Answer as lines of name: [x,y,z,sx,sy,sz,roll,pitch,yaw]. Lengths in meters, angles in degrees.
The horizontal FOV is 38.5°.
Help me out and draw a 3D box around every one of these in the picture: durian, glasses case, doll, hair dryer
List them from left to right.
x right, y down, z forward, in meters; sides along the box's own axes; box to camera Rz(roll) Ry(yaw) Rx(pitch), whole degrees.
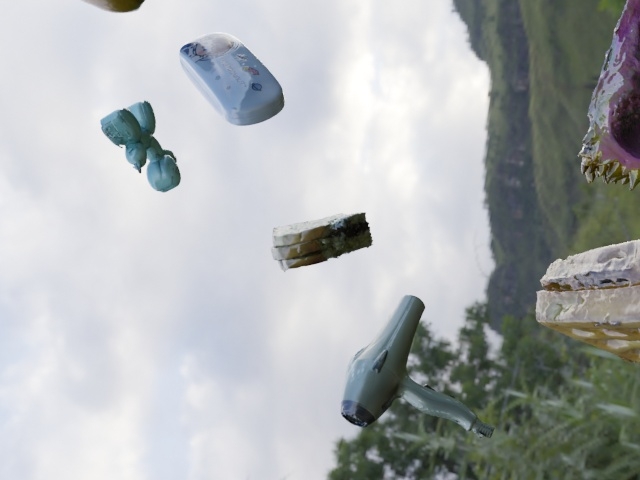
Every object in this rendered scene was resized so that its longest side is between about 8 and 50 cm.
doll: [-0.289,-0.154,1.534,0.158,0.059,0.159,65,-164,-4]
glasses case: [-0.098,-0.177,0.992,0.067,0.178,0.045,-24,-47,-16]
hair dryer: [0.149,0.182,1.373,0.088,0.225,0.219,92,-176,-57]
durian: [0.382,-0.165,1.009,0.154,0.186,0.260,33,-97,-53]

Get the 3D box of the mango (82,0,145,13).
mango: [-0.297,-0.410,1.140,0.139,0.175,0.254,-36,-47,-41]

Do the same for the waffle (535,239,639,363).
waffle: [0.390,0.076,0.947,0.098,0.224,0.328,-70,13,-10]

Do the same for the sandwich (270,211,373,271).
sandwich: [0.000,0.000,0.826,0.105,0.093,0.035,-68,-34,-83]
